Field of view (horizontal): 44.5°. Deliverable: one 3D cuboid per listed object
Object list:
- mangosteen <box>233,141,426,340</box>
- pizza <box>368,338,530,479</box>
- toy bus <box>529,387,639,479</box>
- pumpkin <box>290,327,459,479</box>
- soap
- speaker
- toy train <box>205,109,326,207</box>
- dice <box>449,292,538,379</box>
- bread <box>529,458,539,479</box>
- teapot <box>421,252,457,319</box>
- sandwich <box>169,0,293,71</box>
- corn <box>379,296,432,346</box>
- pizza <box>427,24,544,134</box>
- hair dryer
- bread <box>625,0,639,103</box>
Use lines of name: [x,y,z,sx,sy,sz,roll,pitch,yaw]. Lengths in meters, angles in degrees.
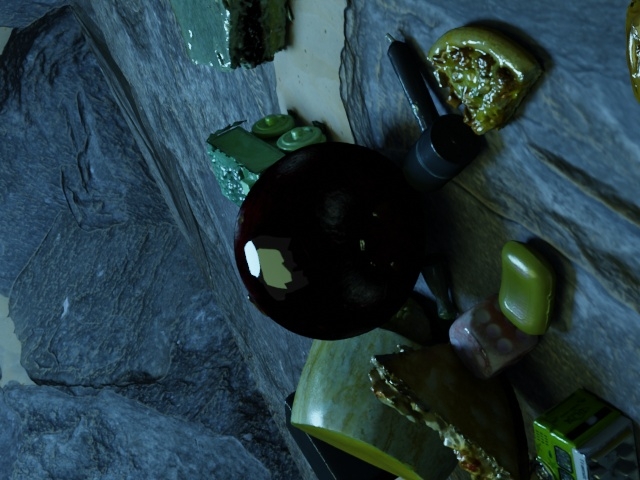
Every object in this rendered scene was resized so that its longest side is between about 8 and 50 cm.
mangosteen: [0.000,0.000,1.226,0.346,0.306,0.307,-1,115,57]
pizza: [0.197,0.256,1.109,0.074,0.287,0.251,-48,55,34]
toy bus: [0.376,0.361,1.057,0.139,0.113,0.302,23,135,56]
pumpkin: [0.098,0.294,1.355,0.332,0.199,0.332,31,162,11]
soap: [0.271,0.062,1.024,0.089,0.045,0.140,41,150,41]
speaker: [0.090,0.379,1.587,0.232,0.253,0.184,54,160,25]
toy train: [-0.087,-0.136,1.471,0.271,0.188,0.159,35,148,50]
dice: [0.245,0.137,1.114,0.093,0.094,0.091,55,158,19]
bread: [0.352,0.477,1.270,0.136,0.107,0.241,38,150,45]
teapot: [0.191,0.077,1.258,0.043,0.042,0.111,30,144,58]
sandwich: [-0.173,-0.435,1.387,0.325,0.131,0.262,26,137,59]
corn: [0.087,0.137,1.475,0.347,0.130,0.130,12,127,60]
pizza: [0.189,-0.184,0.912,0.175,0.046,0.134,22,135,62]
hair dryer: [0.130,-0.180,1.053,0.219,0.071,0.124,68,162,7]
bread: [0.295,-0.158,0.666,0.072,0.053,0.106,21,130,57]
